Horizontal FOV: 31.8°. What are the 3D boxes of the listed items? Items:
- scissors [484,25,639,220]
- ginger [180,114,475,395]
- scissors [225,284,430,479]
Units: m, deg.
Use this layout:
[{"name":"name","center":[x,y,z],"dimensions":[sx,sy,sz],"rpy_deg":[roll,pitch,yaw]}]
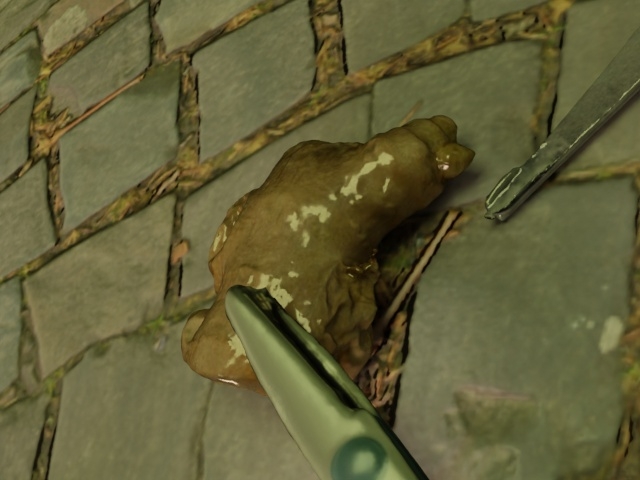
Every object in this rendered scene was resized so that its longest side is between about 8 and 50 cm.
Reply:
[{"name":"scissors","center":[0.220,-0.145,0.654],"dimensions":[0.360,0.029,0.191],"rpy_deg":[-46,44,2]},{"name":"ginger","center":[-0.004,-0.001,0.697],"dimensions":[0.137,0.074,0.213],"rpy_deg":[23,79,28]},{"name":"scissors","center":[0.031,0.123,0.563],"dimensions":[0.138,0.041,0.289],"rpy_deg":[-45,59,9]}]
